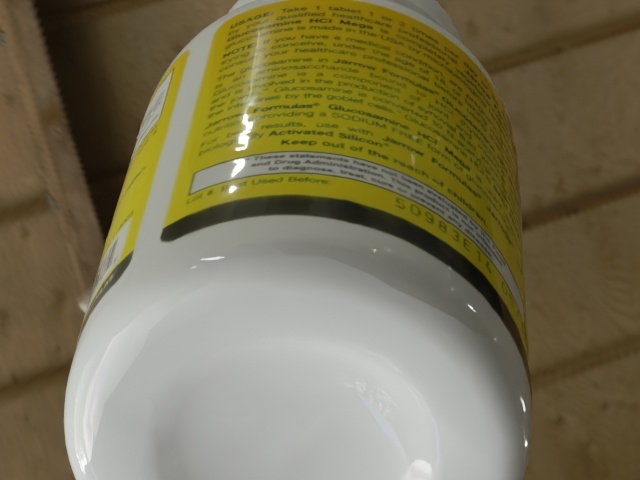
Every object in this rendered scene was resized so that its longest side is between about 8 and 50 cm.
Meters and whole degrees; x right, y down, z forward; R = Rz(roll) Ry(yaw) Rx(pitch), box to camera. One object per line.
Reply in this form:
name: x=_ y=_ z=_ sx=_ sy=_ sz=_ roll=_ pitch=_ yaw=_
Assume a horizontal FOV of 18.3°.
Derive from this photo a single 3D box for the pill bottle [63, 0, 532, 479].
pill bottle: x=0.000 y=0.000 z=0.914 sx=0.188 sy=0.334 sz=0.188 roll=2 pitch=-59 yaw=3
